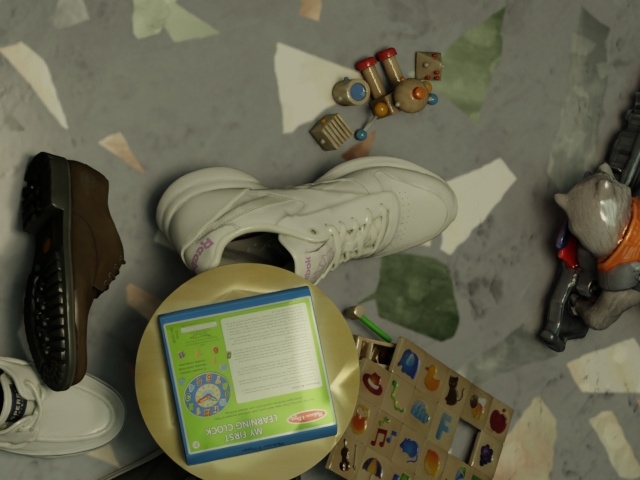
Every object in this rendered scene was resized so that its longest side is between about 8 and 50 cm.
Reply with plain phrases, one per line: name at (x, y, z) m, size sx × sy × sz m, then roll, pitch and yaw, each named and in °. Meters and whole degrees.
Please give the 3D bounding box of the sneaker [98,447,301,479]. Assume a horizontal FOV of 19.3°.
sneaker at (-0.145, 0.266, 1.774) m, size 0.296 × 0.147 × 0.104 m, roll -35°, pitch 107°, yaw -20°

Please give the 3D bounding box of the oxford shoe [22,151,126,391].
oxford shoe at (-0.221, 0.031, 1.747) m, size 0.096 × 0.083 × 0.227 m, roll 13°, pitch 68°, yaw -34°

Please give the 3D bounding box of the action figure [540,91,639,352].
action figure at (0.390, -0.017, 2.014) m, size 0.330 × 0.178 × 0.341 m, roll 20°, pitch 86°, yaw -35°

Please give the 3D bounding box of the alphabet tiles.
alphabet tiles at (0.099, 0.219, 1.913) m, size 0.237 × 0.009 × 0.198 m, roll 34°, pitch 68°, yaw -39°

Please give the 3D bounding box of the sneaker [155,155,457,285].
sneaker at (0.000, 0.000, 1.831) m, size 0.305 × 0.152 × 0.114 m, roll -6°, pitch 126°, yaw -20°

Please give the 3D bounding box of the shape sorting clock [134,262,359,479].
shape sorting clock at (-0.067, 0.124, 1.725) m, size 0.206 × 0.040 × 0.206 m, roll 1°, pitch 82°, yaw -7°

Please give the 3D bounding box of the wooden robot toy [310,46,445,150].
wooden robot toy at (0.073, -0.152, 1.908) m, size 0.173 × 0.079 × 0.076 m, roll -28°, pitch 103°, yaw -23°

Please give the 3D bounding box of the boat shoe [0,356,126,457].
boat shoe at (-0.294, 0.154, 1.734) m, size 0.258 × 0.084 × 0.095 m, roll 7°, pitch 87°, yaw -25°

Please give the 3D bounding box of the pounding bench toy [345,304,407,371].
pounding bench toy at (0.053, 0.111, 1.918) m, size 0.065 × 0.052 × 0.083 m, roll 12°, pitch 85°, yaw -25°
